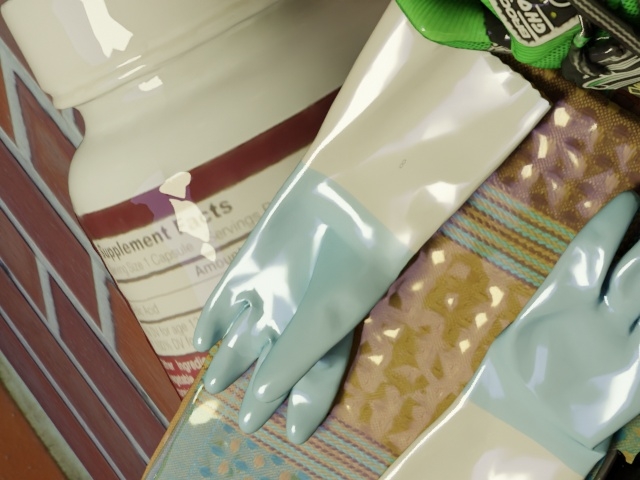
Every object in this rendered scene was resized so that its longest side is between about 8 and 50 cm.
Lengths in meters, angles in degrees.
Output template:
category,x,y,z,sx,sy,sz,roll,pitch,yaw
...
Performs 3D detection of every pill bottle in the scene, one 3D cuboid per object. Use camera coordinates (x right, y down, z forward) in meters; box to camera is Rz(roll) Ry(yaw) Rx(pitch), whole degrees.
category,x,y,z,sx,sy,sz,roll,pitch,yaw
pill bottle,0.000,0.000,0.973,0.392,0.224,0.224,62,161,-10

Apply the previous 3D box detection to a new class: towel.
category,x,y,z,sx,sy,sz,roll,pitch,yaw
towel,0.075,0.094,0.827,0.271,0.040,0.370,33,121,8

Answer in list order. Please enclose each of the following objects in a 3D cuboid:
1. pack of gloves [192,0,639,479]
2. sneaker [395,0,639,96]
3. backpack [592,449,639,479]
category,x,y,z,sx,sy,sz,roll,pitch,yaw
pack of gloves,0.049,0.043,0.768,0.195,0.046,0.232,37,122,7
sneaker,0.140,-0.097,0.601,0.343,0.146,0.134,11,130,64
backpack,0.237,0.105,0.563,0.191,0.225,0.253,42,162,-22
